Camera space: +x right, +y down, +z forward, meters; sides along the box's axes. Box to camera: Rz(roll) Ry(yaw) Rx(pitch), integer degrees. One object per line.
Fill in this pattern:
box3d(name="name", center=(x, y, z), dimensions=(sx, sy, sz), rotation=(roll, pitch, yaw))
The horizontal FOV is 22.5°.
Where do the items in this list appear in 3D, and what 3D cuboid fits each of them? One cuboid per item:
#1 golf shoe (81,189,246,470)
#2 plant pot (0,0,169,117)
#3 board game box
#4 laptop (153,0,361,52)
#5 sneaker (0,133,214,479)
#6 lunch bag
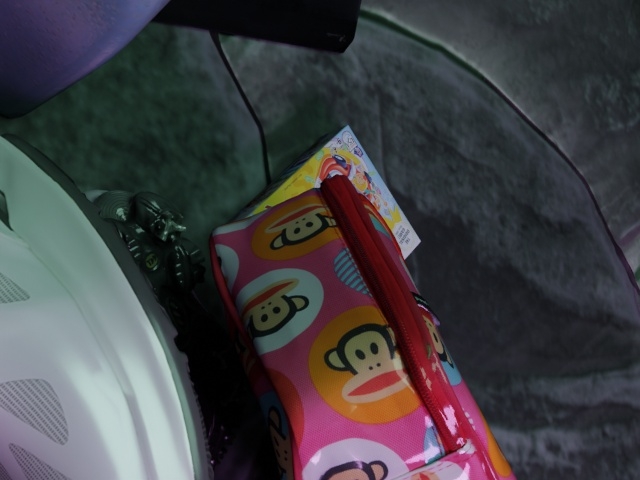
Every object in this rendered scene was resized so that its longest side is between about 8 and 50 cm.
box3d(name="golf shoe", center=(-0.104, 0.054, 0.953), dimensions=(0.077, 0.094, 0.198), rotation=(-29, 122, -34))
box3d(name="plant pot", center=(-0.124, -0.245, 0.869), dimensions=(0.247, 0.252, 0.248), rotation=(-49, 111, -22))
box3d(name="board game box", center=(0.000, 0.000, 1.113), dimensions=(0.103, 0.026, 0.154), rotation=(57, 43, -13))
box3d(name="laptop", center=(-0.081, -0.286, 1.157), dimensions=(0.234, 0.136, 0.264), rotation=(4, 46, -46))
box3d(name="sneaker", center=(-0.253, 0.019, 0.749), dimensions=(0.257, 0.169, 0.447), rotation=(-24, 75, -38))
box3d(name="lunch bag", center=(0.032, 0.116, 0.949), dimensions=(0.258, 0.120, 0.293), rotation=(-118, -177, -56))
